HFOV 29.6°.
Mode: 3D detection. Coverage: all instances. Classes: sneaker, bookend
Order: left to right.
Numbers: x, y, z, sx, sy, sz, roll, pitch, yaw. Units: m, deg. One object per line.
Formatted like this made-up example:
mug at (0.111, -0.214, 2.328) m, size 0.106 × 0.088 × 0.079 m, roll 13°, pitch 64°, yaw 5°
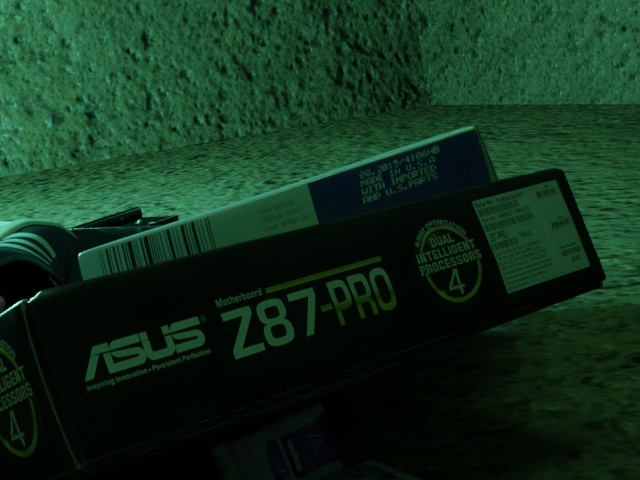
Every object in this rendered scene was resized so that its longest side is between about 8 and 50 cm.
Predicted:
sneaker at (-0.301, 0.060, 1.242) m, size 0.148 × 0.131 × 0.350 m, roll 18°, pitch 11°, yaw 13°
bookend at (-0.217, 0.002, 1.580) m, size 0.157 × 0.072 × 0.156 m, roll -1°, pitch 12°, yaw 28°

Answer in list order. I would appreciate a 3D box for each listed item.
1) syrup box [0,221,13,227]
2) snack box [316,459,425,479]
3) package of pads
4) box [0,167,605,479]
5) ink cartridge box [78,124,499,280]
syrup box at (-0.482, 0.030, 1.532) m, size 0.237 × 0.096 × 0.093 m, roll 1°, pitch 15°, yaw 35°
snack box at (0.057, 0.159, 0.672) m, size 0.064 × 0.022 × 0.178 m, roll -15°, pitch 13°, yaw -33°
package of pads at (-0.027, 0.138, 0.762) m, size 0.083 × 0.050 × 0.032 m, roll -18°, pitch -3°, yaw -45°
box at (-0.061, 0.072, 0.779) m, size 0.395 × 0.097 × 0.318 m, roll -15°, pitch -9°, yaw -38°
ink cartridge box at (0.000, 0.000, 1.055) m, size 0.324 × 0.071 × 0.330 m, roll -18°, pitch -6°, yaw 8°
